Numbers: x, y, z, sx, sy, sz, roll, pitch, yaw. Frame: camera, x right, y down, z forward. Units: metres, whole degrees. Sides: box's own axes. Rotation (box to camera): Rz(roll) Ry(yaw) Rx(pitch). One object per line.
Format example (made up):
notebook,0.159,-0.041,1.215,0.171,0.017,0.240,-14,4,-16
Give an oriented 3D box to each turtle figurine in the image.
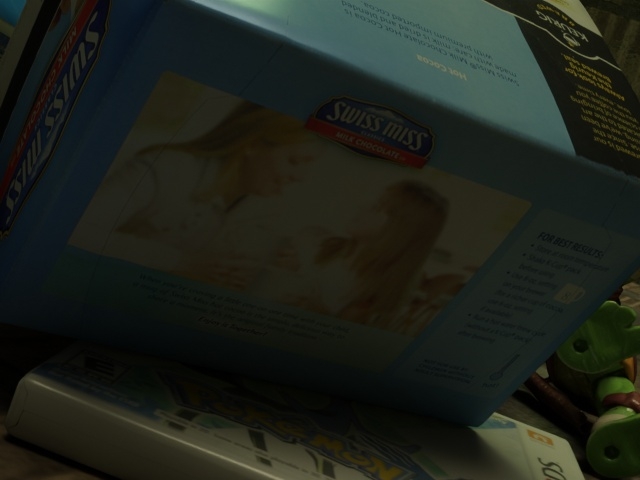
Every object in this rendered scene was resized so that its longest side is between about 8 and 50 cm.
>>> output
turtle figurine,0.303,0.100,0.960,0.274,0.198,0.266,19,11,15

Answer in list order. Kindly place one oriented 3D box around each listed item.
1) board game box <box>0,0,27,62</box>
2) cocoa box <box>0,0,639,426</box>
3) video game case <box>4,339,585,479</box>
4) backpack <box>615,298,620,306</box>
board game box,-0.317,-0.175,1.037,0.302,0.086,0.308,0,-17,30
cocoa box,0.001,-0.063,0.668,0.347,0.231,0.228,17,38,-28
video game case,0.014,0.120,0.670,0.329,0.036,0.300,20,8,3
backpack,0.314,-0.006,1.497,0.213,0.276,0.263,15,7,31
